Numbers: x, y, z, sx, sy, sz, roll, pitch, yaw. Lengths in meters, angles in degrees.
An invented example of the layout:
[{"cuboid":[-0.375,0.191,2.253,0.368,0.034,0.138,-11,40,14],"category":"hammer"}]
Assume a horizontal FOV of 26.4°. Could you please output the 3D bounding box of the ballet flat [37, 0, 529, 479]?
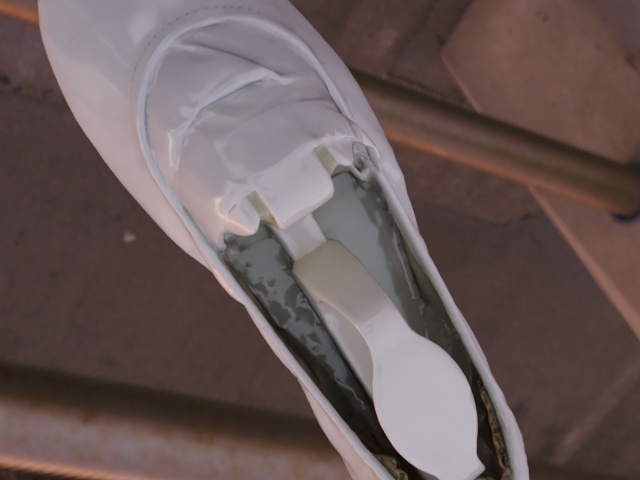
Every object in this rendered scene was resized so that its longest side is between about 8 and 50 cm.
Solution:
[{"cuboid":[0.000,0.000,0.718,0.139,0.139,0.400,-31,106,6],"category":"ballet flat"}]
